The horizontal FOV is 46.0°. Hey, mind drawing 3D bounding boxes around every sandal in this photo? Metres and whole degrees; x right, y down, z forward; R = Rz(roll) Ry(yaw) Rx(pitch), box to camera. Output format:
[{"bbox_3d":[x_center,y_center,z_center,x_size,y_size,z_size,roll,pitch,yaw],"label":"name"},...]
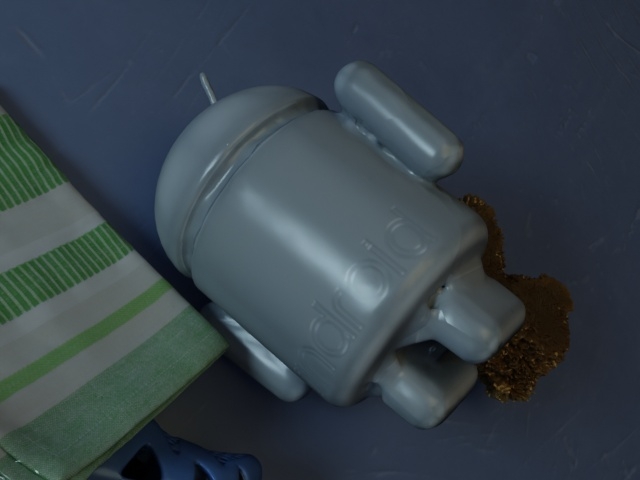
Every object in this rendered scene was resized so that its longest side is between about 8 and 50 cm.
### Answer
[{"bbox_3d":[-0.184,0.151,0.581,0.317,0.126,0.138,20,60,-30],"label":"sandal"}]

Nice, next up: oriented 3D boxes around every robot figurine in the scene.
[{"bbox_3d":[0.000,0.000,0.654,0.353,0.300,0.200,38,19,18],"label":"robot figurine"}]

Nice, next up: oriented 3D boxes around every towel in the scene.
[{"bbox_3d":[-0.234,0.014,0.555,0.325,0.038,0.248,45,29,2],"label":"towel"}]

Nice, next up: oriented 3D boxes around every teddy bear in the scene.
[{"bbox_3d":[0.120,0.048,0.851,0.338,0.113,0.245,15,59,-23],"label":"teddy bear"}]
